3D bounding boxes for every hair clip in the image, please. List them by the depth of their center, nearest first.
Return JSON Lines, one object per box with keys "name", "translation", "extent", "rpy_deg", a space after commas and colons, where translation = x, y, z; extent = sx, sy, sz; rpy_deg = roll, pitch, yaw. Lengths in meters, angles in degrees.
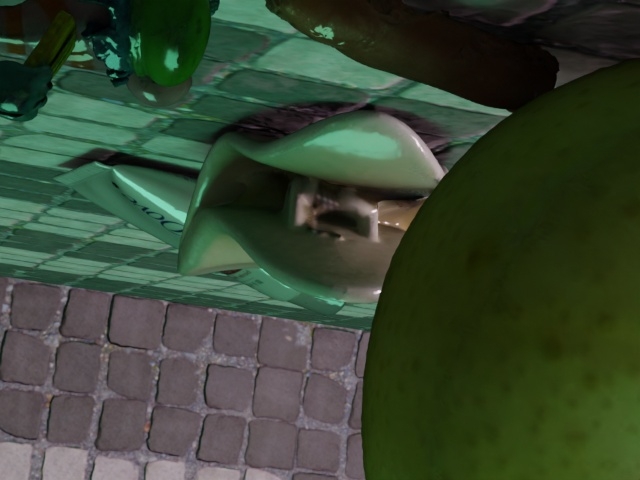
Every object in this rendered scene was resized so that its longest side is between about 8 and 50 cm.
{"name": "hair clip", "translation": [0.002, -0.018, 1.075], "extent": [0.173, 0.113, 0.282], "rpy_deg": [9, 178, -7]}

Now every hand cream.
{"name": "hand cream", "translation": [-0.086, -0.015, 1.307], "extent": [0.248, 0.083, 0.133], "rpy_deg": [20, 167, -18]}

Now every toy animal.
{"name": "toy animal", "translation": [-0.144, -0.091, 0.618], "extent": [0.208, 0.103, 0.100], "rpy_deg": [12, 129, -14]}

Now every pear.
{"name": "pear", "translation": [0.186, 0.082, 0.715], "extent": [0.348, 0.348, 0.348], "rpy_deg": [7, 173, 1]}

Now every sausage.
{"name": "sausage", "translation": [0.045, -0.086, 0.717], "extent": [0.158, 0.036, 0.042], "rpy_deg": [13, 163, -37]}
